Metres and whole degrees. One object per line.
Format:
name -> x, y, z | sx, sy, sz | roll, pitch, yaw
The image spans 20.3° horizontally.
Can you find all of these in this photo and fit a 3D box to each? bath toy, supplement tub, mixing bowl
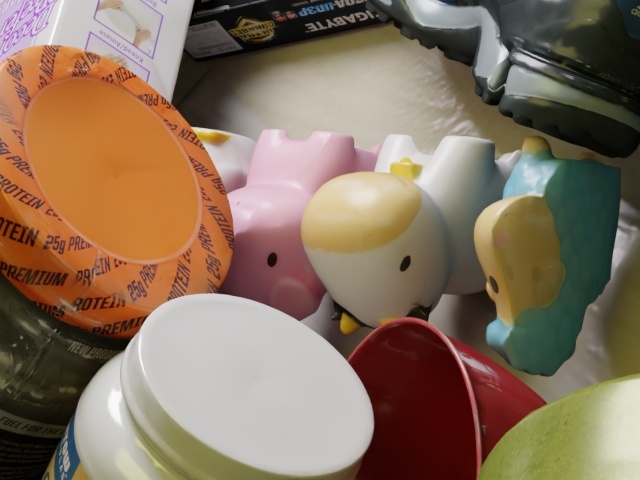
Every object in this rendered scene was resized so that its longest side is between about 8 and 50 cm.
bath toy -> 0.000, 0.000, 1.033 | 0.348, 0.151, 0.129 | 6, 88, 44
supplement tub -> -0.216, 0.049, 1.011 | 0.338, 0.207, 0.207 | -36, 45, 34
supplement tub -> -0.070, 0.140, 0.893 | 0.199, 0.144, 0.144 | -62, 38, 31
mixing bowl -> 0.070, 0.136, 0.889 | 0.181, 0.098, 0.181 | -40, 43, 52

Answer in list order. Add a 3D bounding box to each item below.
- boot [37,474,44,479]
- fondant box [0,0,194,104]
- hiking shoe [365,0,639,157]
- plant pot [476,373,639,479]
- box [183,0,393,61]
boot -> -0.157, 0.249, 1.033 | 0.161, 0.083, 0.246 | -44, 41, 17
fondant box -> -0.190, -0.140, 1.210 | 0.238, 0.096, 0.330 | -32, 36, 37
hiking shoe -> 0.117, -0.154, 1.019 | 0.132, 0.113, 0.304 | -63, 33, 13
plant pot -> 0.145, 0.250, 0.640 | 0.366, 0.366, 0.353 | -13, 44, 30
box -> -0.011, -0.241, 1.247 | 0.175, 0.051, 0.220 | -8, 57, 33
